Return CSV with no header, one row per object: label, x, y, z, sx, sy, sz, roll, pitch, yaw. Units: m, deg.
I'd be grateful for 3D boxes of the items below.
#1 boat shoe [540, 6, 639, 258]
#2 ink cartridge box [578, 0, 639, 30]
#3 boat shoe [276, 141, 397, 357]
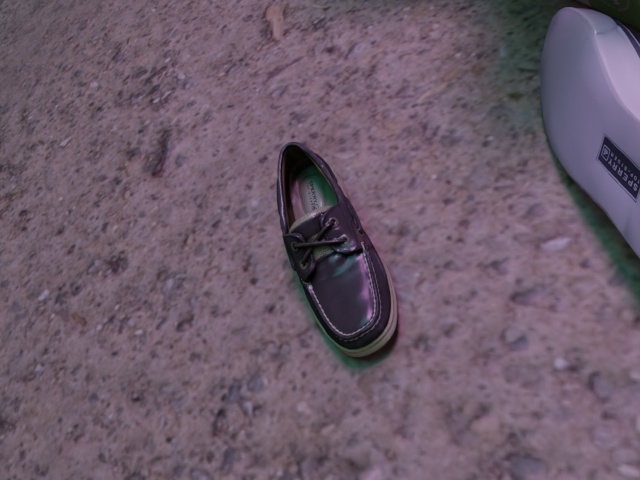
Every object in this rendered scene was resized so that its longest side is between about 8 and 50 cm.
boat shoe,0.244,-0.076,0.452,0.102,0.108,0.301,-3,38,-5
ink cartridge box,0.193,-0.357,0.598,0.119,0.207,0.353,-42,45,7
boat shoe,0.001,-0.001,0.574,0.080,0.073,0.223,-30,47,14
